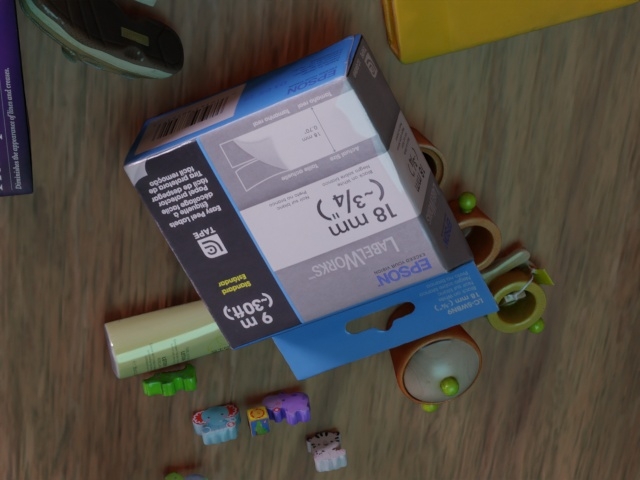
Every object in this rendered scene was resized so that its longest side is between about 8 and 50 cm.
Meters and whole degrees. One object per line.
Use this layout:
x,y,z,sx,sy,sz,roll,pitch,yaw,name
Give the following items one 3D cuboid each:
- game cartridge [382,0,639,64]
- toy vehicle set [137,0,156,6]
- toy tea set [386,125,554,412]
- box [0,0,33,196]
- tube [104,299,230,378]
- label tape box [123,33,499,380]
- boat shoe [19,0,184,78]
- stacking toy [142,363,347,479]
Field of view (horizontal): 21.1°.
0.206,-0.335,1.630,0.324,0.052,0.285,-16,126,-10,game cartridge
-0.232,-0.323,1.496,0.267,0.035,0.166,17,116,-27,toy vehicle set
0.118,0.039,1.799,0.200,0.124,0.336,-35,126,6,toy tea set
-0.354,-0.160,1.501,0.184,0.103,0.261,-5,132,-7,box
-0.104,0.086,1.798,0.240,0.070,0.062,-14,99,-12,tube
0.000,0.000,1.665,0.241,0.106,0.333,-21,114,19,label tape box
-0.211,-0.184,1.560,0.072,0.068,0.190,-18,151,34,boat shoe
-0.077,0.191,1.887,0.221,0.052,0.167,-11,124,-9,stacking toy
